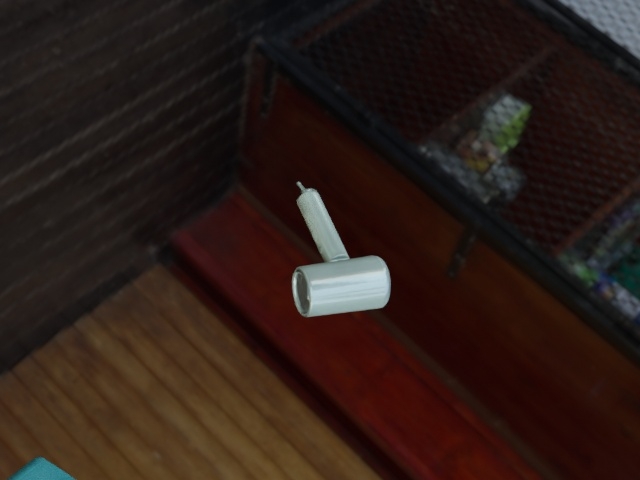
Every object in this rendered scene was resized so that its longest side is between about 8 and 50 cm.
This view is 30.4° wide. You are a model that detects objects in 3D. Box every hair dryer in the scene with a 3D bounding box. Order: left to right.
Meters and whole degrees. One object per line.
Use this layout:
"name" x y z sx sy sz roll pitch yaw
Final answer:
"hair dryer" 0.000 0.000 0.843 0.063 0.124 0.038 -7 140 -22

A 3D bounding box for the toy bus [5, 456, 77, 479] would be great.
"toy bus" -0.160 0.174 0.540 0.092 0.079 0.160 -57 172 24
